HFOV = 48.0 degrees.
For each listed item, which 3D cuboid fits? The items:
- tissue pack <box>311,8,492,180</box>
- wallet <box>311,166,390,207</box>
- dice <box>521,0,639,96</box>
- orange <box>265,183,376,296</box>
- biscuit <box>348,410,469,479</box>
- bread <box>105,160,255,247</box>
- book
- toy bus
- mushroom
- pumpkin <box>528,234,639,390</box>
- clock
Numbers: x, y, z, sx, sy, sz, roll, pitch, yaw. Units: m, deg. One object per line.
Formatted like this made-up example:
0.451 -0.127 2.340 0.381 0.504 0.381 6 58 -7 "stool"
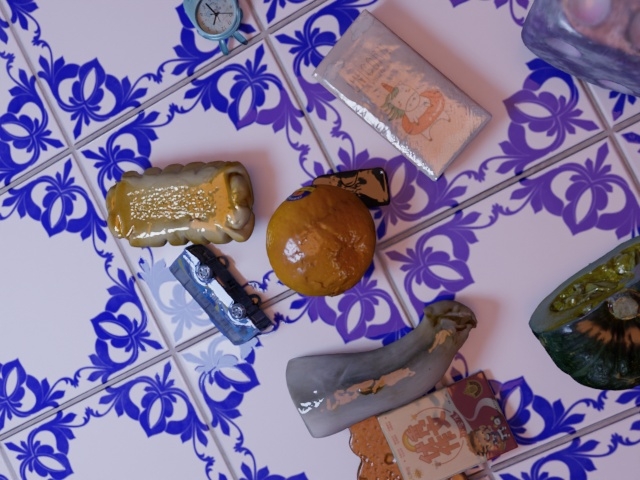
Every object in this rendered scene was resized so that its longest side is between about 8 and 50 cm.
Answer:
0.156 -0.282 1.398 0.325 0.071 0.170 42 103 6 "tissue pack"
0.061 -0.101 1.458 0.157 0.018 0.082 -6 94 13 "wallet"
0.515 -0.412 1.211 0.270 0.271 0.270 26 98 9 "dice"
0.000 0.001 1.382 0.193 0.219 0.219 -13 91 53 "orange"
0.182 0.472 1.445 0.202 0.047 0.333 -39 80 4 "biscuit"
-0.288 -0.074 1.481 0.312 0.121 0.172 -2 90 12 "bread"
0.248 0.375 1.413 0.232 0.022 0.162 -23 79 -1 "book"
-0.209 0.113 1.504 0.236 0.079 0.094 49 118 5 "toy bus"
0.127 0.247 1.410 0.397 0.126 0.177 -22 62 11 "mushroom"
0.540 0.144 1.250 0.293 0.263 0.197 -38 89 15 "pumpkin"
-0.209 -0.457 1.478 0.108 0.045 0.147 -26 89 13 "clock"
